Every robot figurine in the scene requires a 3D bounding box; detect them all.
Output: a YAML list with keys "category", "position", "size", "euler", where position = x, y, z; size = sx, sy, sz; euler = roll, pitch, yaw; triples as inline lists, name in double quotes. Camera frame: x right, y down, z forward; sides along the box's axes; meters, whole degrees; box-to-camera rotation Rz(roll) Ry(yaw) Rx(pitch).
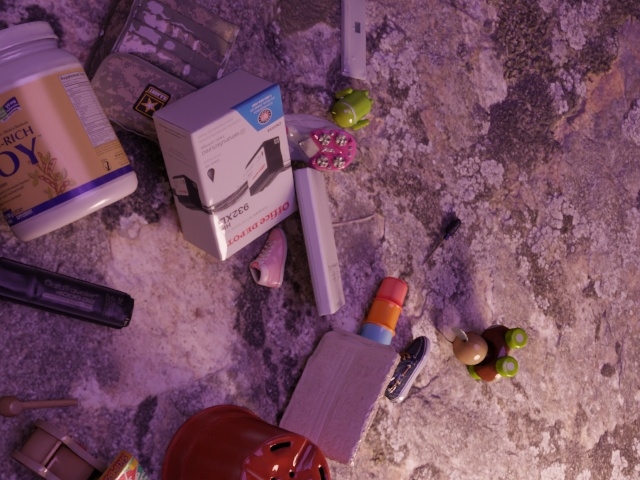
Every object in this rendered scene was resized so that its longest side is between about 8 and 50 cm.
- category: "robot figurine"
  position: [0.073, -0.312, 1.966]
  size: [0.115, 0.067, 0.101]
  euler: [-41, 112, -30]

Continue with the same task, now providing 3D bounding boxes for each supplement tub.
- category: "supplement tub"
  position: [-0.499, -0.192, 1.473]
  size: [0.241, 0.241, 0.331]
  euler: [-31, 101, -32]

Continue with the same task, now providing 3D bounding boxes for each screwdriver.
- category: "screwdriver"
  position: [0.309, 0.008, 2.115]
  size: [0.170, 0.024, 0.025]
  euler: [-51, 140, -20]

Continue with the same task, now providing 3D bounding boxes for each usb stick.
- category: "usb stick"
  position: [-0.487, 0.102, 1.564]
  size: [0.278, 0.045, 0.077]
  euler: [20, 67, -30]

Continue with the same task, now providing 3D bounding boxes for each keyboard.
- category: "keyboard"
  position: [0.082, -0.522, 2.031]
  size: [0.072, 0.014, 0.256]
  euler: [5, 82, -38]

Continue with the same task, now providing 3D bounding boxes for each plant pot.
- category: "plant pot"
  position: [-0.133, 0.465, 1.621]
  size: [0.272, 0.265, 0.272]
  euler: [5, 81, -33]

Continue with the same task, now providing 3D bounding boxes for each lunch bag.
- category: "lunch bag"
  position: [-0.328, -0.344, 1.651]
  size: [0.235, 0.169, 0.287]
  euler: [25, 79, -33]

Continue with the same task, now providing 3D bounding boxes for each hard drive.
- category: "hard drive"
  position: [0.000, 0.000, 1.821]
  size: [0.040, 0.203, 0.307]
  euler: [-10, 90, 9]

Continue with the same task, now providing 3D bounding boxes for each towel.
- category: "towel"
  position: [0.042, 0.333, 1.809]
  size: [0.282, 0.187, 0.049]
  euler: [-64, 155, -22]

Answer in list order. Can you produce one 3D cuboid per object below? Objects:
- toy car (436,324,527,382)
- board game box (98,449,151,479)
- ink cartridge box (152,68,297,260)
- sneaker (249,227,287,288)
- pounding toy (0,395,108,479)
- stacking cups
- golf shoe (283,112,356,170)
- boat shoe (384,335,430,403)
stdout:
- category: "toy car"
  position: [0.385, 0.254, 2.066]
  size: [0.188, 0.155, 0.149]
  euler: [28, 69, -14]
- category: "board game box"
  position: [-0.351, 0.496, 1.524]
  size: [0.124, 0.039, 0.259]
  euler: [-52, 152, -28]
- category: "ink cartridge box"
  position: [-0.180, -0.149, 1.658]
  size: [0.223, 0.129, 0.307]
  euler: [-36, 137, -31]
- category: "sneaker"
  position: [-0.115, 0.035, 1.811]
  size: [0.070, 0.051, 0.134]
  euler: [8, 84, -38]
- category: "pounding toy"
  position: [-0.451, 0.363, 1.490]
  size: [0.269, 0.154, 0.155]
  euler: [44, 63, -22]
- category: "stacking cups"
  position: [0.123, 0.231, 1.920]
  size: [0.096, 0.096, 0.316]
  euler: [31, 68, -27]
- category: "golf shoe"
  position: [-0.078, -0.234, 1.846]
  size: [0.306, 0.140, 0.115]
  euler: [12, 115, -14]
- category: "boat shoe"
  position: [0.194, 0.290, 1.975]
  size: [0.083, 0.065, 0.183]
  euler: [41, 65, -24]
